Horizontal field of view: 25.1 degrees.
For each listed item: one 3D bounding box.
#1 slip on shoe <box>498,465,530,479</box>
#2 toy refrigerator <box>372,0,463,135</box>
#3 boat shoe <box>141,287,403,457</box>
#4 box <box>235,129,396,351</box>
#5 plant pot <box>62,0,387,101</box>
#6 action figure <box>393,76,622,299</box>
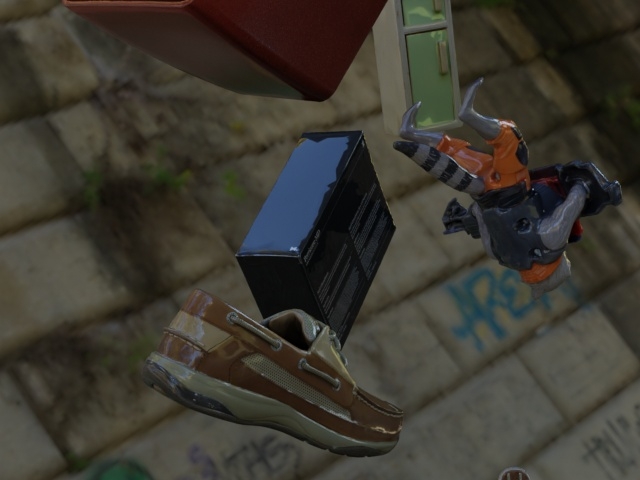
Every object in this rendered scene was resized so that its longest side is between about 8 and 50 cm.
[{"bbox_3d":[0.214,0.321,1.608,0.051,0.135,0.041,-1,-4,3],"label":"slip on shoe"},{"bbox_3d":[0.151,-0.305,2.266,0.102,0.269,0.094,-12,13,-23],"label":"toy refrigerator"},{"bbox_3d":[-0.025,0.130,1.406,0.324,0.122,0.120,23,-94,-46],"label":"boat shoe"},{"bbox_3d":[0.000,0.000,1.962,0.261,0.103,0.184,-63,-34,-42],"label":"box"},{"bbox_3d":[-0.073,-0.296,1.585,0.267,0.236,0.267,12,68,51],"label":"plant pot"},{"bbox_3d":[0.230,-0.051,2.035,0.178,0.330,0.341,-47,14,-34],"label":"action figure"}]
